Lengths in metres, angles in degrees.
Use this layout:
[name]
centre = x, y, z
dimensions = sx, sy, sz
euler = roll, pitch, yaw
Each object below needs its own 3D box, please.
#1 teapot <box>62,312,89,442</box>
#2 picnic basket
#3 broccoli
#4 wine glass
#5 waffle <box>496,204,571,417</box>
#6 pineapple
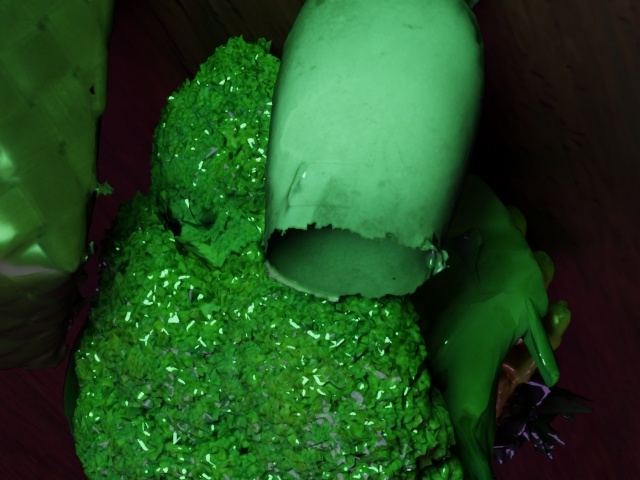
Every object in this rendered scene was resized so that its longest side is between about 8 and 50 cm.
[teapot]
centre = -0.064, 0.157, 1.549
dimensions = 0.270, 0.200, 0.337
euler = 30, 173, 41
[picnic basket]
centre = -0.277, -0.078, 0.997
dimensions = 0.321, 0.291, 0.254
euler = 6, 158, -8
[broccoli]
centre = -0.004, 0.093, 1.111
dimensions = 0.321, 0.310, 0.413
euler = -39, 80, 36
[wine glass]
centre = 0.031, -0.074, 0.931
dimensions = 0.111, 0.204, 0.111
euler = 8, 154, 4
[waffle]
centre = 0.088, 0.053, 1.263
dimensions = 0.160, 0.055, 0.211
euler = 35, 127, -1
[pineapple]
centre = 0.133, 0.128, 1.463
dimensions = 0.125, 0.125, 0.251
euler = 1, 163, 30
